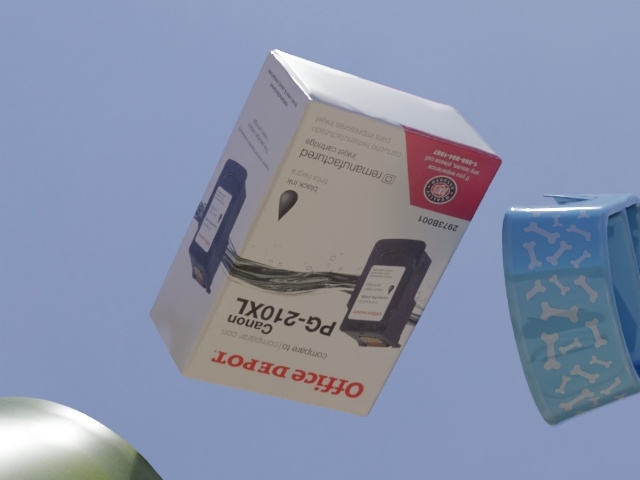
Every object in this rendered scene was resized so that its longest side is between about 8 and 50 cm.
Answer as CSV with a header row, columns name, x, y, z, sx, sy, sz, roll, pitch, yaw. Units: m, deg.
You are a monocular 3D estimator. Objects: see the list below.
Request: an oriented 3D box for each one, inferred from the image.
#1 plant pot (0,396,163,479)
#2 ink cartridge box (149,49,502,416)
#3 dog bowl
name,x,y,z,sx,sy,sz,roll,pitch,yaw
plant pot,-0.239,0.234,0.930,0.366,0.353,0.366,6,-77,26
ink cartridge box,0.000,0.000,1.390,0.172,0.100,0.237,15,-68,-29
dog bowl,0.209,0.042,1.405,0.074,0.297,0.166,-12,-89,19
